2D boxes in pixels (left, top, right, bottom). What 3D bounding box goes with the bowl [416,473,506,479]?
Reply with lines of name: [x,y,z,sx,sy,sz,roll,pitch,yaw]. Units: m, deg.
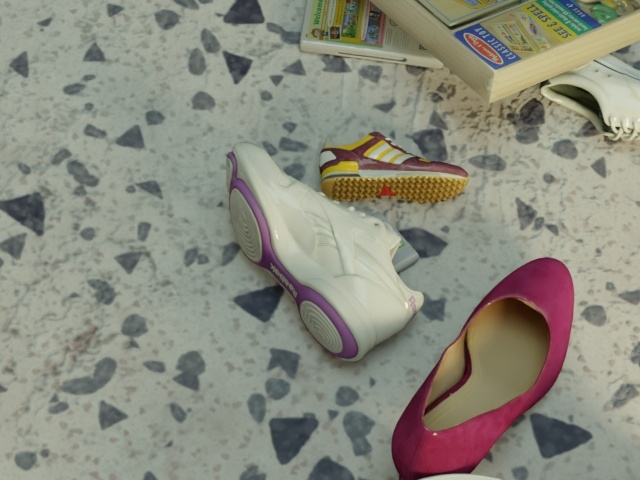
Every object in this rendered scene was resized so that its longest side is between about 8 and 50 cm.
bowl: [0.143,0.397,1.607,0.298,0.134,0.298,2,56,-4]

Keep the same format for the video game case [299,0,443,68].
video game case: [0.079,-0.329,2.160,0.193,0.023,0.212,8,57,1]

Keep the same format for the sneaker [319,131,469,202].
sneaker: [0.091,-0.097,1.976,0.185,0.069,0.084,2,61,-4]

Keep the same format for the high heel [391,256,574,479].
high heel: [0.198,0.128,1.763,0.127,0.181,0.377,24,58,12]

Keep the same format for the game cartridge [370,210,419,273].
game cartridge: [0.073,0.006,1.938,0.056,0.017,0.083,-33,64,-19]

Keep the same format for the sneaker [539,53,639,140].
sneaker: [0.401,-0.163,2.041,0.258,0.094,0.091,27,67,24]

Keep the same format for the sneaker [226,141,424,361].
sneaker: [0.000,0.000,1.891,0.152,0.114,0.305,-28,71,-26]

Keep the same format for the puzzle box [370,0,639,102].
puzzle box: [0.201,-0.352,2.108,0.272,0.052,0.409,-25,52,-26]
